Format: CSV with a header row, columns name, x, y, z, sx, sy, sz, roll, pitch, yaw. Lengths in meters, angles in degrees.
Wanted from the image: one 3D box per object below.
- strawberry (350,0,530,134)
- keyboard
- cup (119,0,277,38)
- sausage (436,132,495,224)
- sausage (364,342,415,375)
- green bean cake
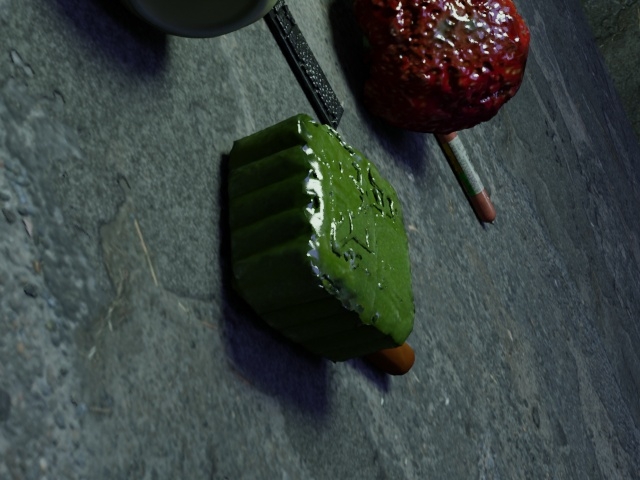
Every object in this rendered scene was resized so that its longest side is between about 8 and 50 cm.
name,x,y,z,sx,sy,sz,roll,pitch,yaw
strawberry,0.171,-0.277,1.484,0.274,0.220,0.274,-3,90,-69
keyboard,-0.021,-0.228,1.319,0.196,0.015,0.074,61,27,-20
cup,-0.136,-0.324,0.981,0.255,0.173,0.202,39,38,-48
sausage,0.224,-0.115,1.701,0.223,0.029,0.029,60,28,-21
sausage,0.060,0.111,1.208,0.131,0.041,0.039,41,60,-45
green bean cake,0.000,0.000,1.089,0.200,0.113,0.214,37,41,-44
